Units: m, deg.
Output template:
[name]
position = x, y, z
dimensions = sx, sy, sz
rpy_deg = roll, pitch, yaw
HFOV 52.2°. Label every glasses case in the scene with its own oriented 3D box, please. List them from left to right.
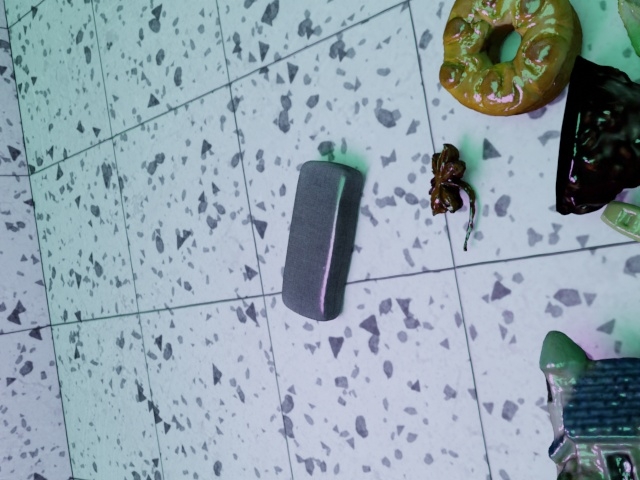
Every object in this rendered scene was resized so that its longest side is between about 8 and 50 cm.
[glasses case]
position = 0.000, 0.000, 1.335
dimensions = 0.131, 0.074, 0.324
rpy_deg = 19, 106, 38

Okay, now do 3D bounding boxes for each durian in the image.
[durian]
position = 0.484, -0.258, 0.892
dimensions = 0.086, 0.100, 0.215
rpy_deg = -51, 56, 34

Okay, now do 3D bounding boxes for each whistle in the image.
[whistle]
position = 0.504, 0.001, 0.910
dimensions = 0.227, 0.085, 0.105
rpy_deg = 32, 104, 34

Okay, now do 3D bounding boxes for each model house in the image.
[model house]
position = 0.451, 0.236, 0.881
dimensions = 0.298, 0.243, 0.285
rpy_deg = -12, 84, 30

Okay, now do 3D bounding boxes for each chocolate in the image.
[chocolate]
position = 0.434, -0.131, 0.912
dimensions = 0.176, 0.224, 0.207
rpy_deg = 8, 125, 15

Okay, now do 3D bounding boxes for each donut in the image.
[donut]
position = 0.297, -0.306, 1.034
dimensions = 0.226, 0.113, 0.227
rpy_deg = 4, 96, 39

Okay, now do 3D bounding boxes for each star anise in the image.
[star anise]
position = 0.233, -0.075, 1.145
dimensions = 0.097, 0.070, 0.191
rpy_deg = -173, 78, -66
